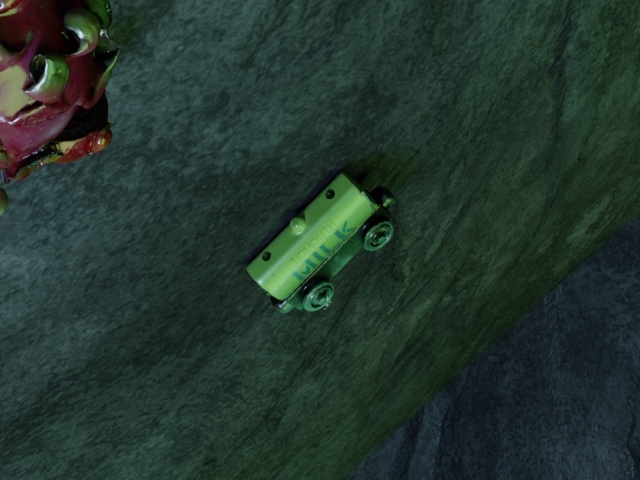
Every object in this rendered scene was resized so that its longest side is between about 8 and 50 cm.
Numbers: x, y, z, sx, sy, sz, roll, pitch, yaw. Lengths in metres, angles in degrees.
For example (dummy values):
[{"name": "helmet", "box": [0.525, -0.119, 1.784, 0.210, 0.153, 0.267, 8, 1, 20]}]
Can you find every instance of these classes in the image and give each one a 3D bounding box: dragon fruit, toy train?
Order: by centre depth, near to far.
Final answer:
[{"name": "dragon fruit", "box": [-0.294, -0.142, 1.096, 0.198, 0.218, 0.273, 34, 116, -21]}, {"name": "dragon fruit", "box": [-0.257, -0.113, 1.266, 0.112, 0.126, 0.068, -19, 144, -29]}, {"name": "toy train", "box": [0.000, 0.000, 1.965, 0.253, 0.105, 0.157, -44, 144, 7]}]
